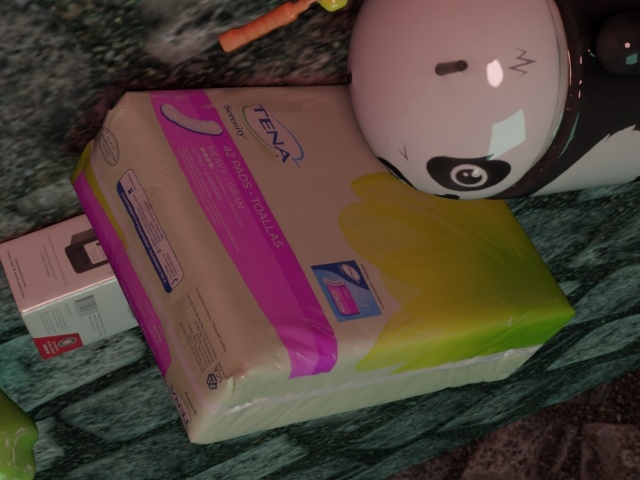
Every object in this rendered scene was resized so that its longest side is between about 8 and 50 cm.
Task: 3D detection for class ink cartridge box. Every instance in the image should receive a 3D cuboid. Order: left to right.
[{"bbox_3d":[-0.159,0.023,1.109,0.150,0.063,0.109,-21,159,-10],"label":"ink cartridge box"}]

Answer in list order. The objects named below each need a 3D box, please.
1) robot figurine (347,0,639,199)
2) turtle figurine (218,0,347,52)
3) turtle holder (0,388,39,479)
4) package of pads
[{"bbox_3d":[0.149,-0.112,0.955,0.278,0.174,0.209,-8,141,-37],"label":"robot figurine"},{"bbox_3d":[0.063,-0.205,0.768,0.217,0.087,0.269,-10,148,-50],"label":"turtle figurine"},{"bbox_3d":[-0.340,0.111,0.897,0.243,0.227,0.320,-24,159,0],"label":"turtle holder"},{"bbox_3d":[0.000,0.000,0.992,0.296,0.229,0.101,-6,146,-38],"label":"package of pads"}]
